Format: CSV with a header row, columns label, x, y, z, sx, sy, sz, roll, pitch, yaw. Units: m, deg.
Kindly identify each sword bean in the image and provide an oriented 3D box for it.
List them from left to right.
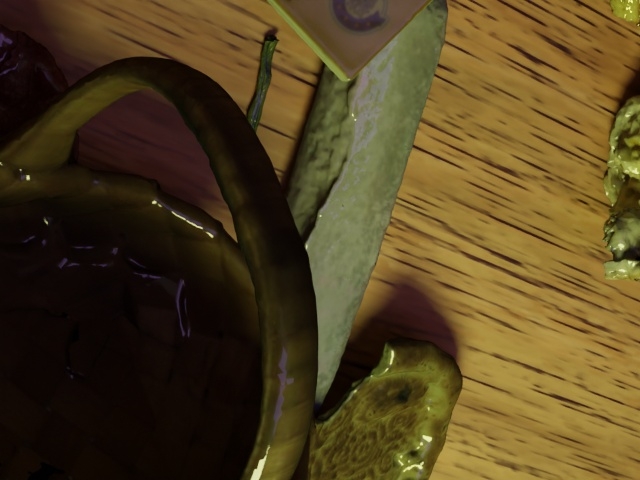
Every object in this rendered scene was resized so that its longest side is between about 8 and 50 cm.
label,x,y,z,sx,sy,sz,roll,pitch,yaw
sword bean,-0.043,-0.104,0.921,0.012,0.012,0.083,8,106,-25

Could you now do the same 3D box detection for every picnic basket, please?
label,x,y,z,sx,sy,sz,roll,pitch,yaw
picnic basket,-0.117,0.050,0.713,0.337,0.293,0.337,-18,157,-8

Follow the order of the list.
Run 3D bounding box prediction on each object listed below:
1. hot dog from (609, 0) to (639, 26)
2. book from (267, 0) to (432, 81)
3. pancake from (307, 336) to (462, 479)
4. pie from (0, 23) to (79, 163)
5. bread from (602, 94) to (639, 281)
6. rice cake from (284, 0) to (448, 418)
label,x,y,z,sx,sy,sz,roll,pitch,yaw
hot dog,0.224,-0.238,0.950,0.078,0.061,0.169,21,80,-59
book,0.052,-0.279,0.852,0.295,0.020,0.208,-45,100,-1
pancake,0.028,0.174,1.008,0.235,0.029,0.212,-43,141,-18
pie,-0.266,-0.054,0.825,0.218,0.054,0.204,17,102,-29
bread,0.335,-0.102,0.990,0.192,0.171,0.314,9,107,-22
rice cake,0.000,-0.001,0.949,0.070,0.064,0.399,10,105,-31
